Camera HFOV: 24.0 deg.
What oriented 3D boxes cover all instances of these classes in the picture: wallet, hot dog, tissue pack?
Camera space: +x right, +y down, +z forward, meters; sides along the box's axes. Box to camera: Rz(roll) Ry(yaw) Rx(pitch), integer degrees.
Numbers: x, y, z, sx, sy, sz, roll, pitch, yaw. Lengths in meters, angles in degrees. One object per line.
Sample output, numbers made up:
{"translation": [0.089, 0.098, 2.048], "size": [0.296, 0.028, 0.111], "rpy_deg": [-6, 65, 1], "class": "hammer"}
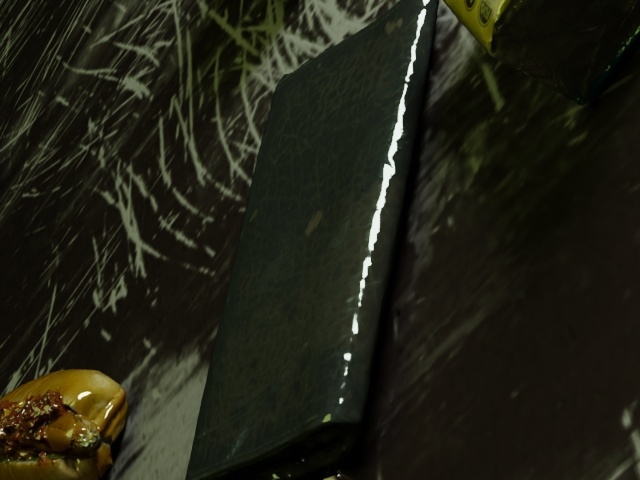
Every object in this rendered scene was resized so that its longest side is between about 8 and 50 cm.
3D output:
{"translation": [0.000, 0.000, 0.934], "size": [0.170, 0.044, 0.321], "rpy_deg": [-31, 38, 48], "class": "wallet"}
{"translation": [-0.223, 0.150, 1.182], "size": [0.249, 0.076, 0.102], "rpy_deg": [-14, 52, 59], "class": "hot dog"}
{"translation": [0.119, -0.163, 0.805], "size": [0.120, 0.082, 0.169], "rpy_deg": [-54, 27, 17], "class": "tissue pack"}

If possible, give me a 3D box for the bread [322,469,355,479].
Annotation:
{"translation": [-0.013, 0.228, 0.658], "size": [0.212, 0.142, 0.224], "rpy_deg": [-47, 27, 4], "class": "bread"}
